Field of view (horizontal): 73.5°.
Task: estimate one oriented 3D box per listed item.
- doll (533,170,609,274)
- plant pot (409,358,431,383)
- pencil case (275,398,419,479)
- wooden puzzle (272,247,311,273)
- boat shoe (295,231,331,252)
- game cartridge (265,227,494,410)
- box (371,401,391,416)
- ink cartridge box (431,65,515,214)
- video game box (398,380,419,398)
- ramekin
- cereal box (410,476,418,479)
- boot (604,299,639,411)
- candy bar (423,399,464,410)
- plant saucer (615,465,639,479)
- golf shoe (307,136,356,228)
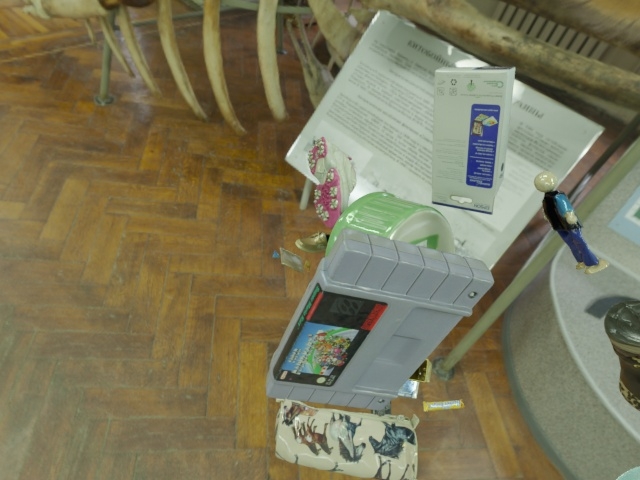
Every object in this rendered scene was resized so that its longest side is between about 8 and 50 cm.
[{"bbox_3d":[0.428,-0.035,0.753,0.189,0.046,0.129,59,12,-4],"label":"doll"},{"bbox_3d":[0.363,0.476,1.552,0.081,0.083,0.081,-4,62,36],"label":"plant pot"},{"bbox_3d":[0.062,0.542,1.187,0.410,0.160,0.184,9,78,3],"label":"pencil case"},{"bbox_3d":[-0.073,0.053,1.089,0.116,0.014,0.078,30,23,-20],"label":"wooden puzzle"},{"bbox_3d":[0.000,0.000,1.068,0.135,0.045,0.050,-1,41,-38],"label":"boat shoe"},{"bbox_3d":[0.065,0.147,0.652,0.230,0.355,0.068,10,40,-19],"label":"game cartridge"},{"bbox_3d":[0.231,0.619,1.632,0.116,0.029,0.162,20,67,-50],"label":"box"},{"bbox_3d":[0.353,-0.234,1.017,0.165,0.333,0.065,16,35,34],"label":"ink cartridge box"},{"bbox_3d":[0.326,0.557,1.807,0.205,0.048,0.187,14,80,-18],"label":"video game box"},{"bbox_3d":[0.172,0.046,0.985,0.303,0.303,0.148,-23,25,-33],"label":"ramekin"},{"bbox_3d":[0.169,0.568,0.738,0.047,0.173,0.240,43,73,-23],"label":"cereal box"},{"bbox_3d":[0.736,0.254,0.770,0.377,0.284,0.138,6,52,39],"label":"boot"},{"bbox_3d":[0.499,0.668,1.736,0.161,0.018,0.040,-9,42,12],"label":"candy bar"},{"bbox_3d":[0.474,0.398,0.552,0.195,0.037,0.195,-12,51,16],"label":"plant saucer"},{"bbox_3d":[0.053,-0.155,1.181,0.140,0.115,0.306,17,50,-32],"label":"golf shoe"}]
